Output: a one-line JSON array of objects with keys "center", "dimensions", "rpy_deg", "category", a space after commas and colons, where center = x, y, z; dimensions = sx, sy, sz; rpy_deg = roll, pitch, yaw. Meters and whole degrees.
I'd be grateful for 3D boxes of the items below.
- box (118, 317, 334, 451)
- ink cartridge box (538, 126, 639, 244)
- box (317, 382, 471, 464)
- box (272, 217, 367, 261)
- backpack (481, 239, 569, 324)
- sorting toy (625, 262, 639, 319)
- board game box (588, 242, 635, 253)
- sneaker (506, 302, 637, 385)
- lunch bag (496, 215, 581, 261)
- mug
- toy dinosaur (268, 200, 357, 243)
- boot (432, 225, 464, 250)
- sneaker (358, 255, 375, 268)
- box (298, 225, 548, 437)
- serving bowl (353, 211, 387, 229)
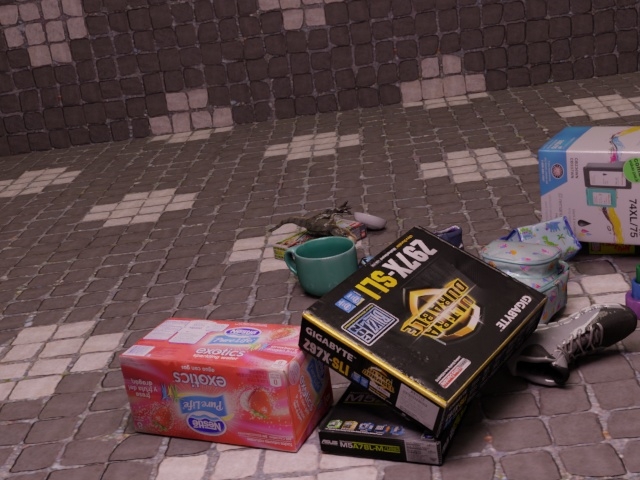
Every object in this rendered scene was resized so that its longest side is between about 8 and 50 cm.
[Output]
[{"center": [-0.147, 0.222, 1.501], "dimensions": [0.299, 0.142, 0.154], "rpy_deg": [1, 22, 25], "category": "box"}, {"center": [0.609, -0.116, 1.921], "dimensions": [0.270, 0.198, 0.197], "rpy_deg": [4, 22, 32], "category": "ink cartridge box"}, {"center": [0.116, 0.263, 1.422], "dimensions": [0.190, 0.045, 0.184], "rpy_deg": [1, 24, 24], "category": "box"}, {"center": [0.000, 0.000, 2.233], "dimensions": [0.114, 0.036, 0.207], "rpy_deg": [11, 27, 44], "category": "box"}, {"center": [0.351, 0.081, 1.698], "dimensions": [0.165, 0.145, 0.188], "rpy_deg": [10, 29, 30], "category": "backpack"}, {"center": [0.629, 0.108, 1.523], "dimensions": [0.127, 0.126, 0.365], "rpy_deg": [-16, 21, -19], "category": "sorting toy"}, {"center": [0.627, -0.023, 2.020], "dimensions": [0.092, 0.043, 0.181], "rpy_deg": [-2, 20, 19], "category": "board game box"}, {"center": [0.404, 0.179, 1.504], "dimensions": [0.228, 0.086, 0.132], "rpy_deg": [-16, 23, 9], "category": "sneaker"}, {"center": [0.419, 0.024, 1.871], "dimensions": [0.128, 0.096, 0.151], "rpy_deg": [-13, -23, -20], "category": "lunch bag"}, {"center": [0.010, 0.056, 1.976], "dimensions": [0.129, 0.098, 0.157], "rpy_deg": [-16, 20, -18], "category": "mug"}, {"center": [0.003, -0.044, 2.215], "dimensions": [0.268, 0.064, 0.118], "rpy_deg": [8, 31, 46], "category": "toy dinosaur"}, {"center": [0.222, 0.032, 1.971], "dimensions": [0.190, 0.086, 0.069], "rpy_deg": [-21, 23, -32], "category": "boot"}, {"center": [0.111, 0.069, 1.924], "dimensions": [0.073, 0.064, 0.162], "rpy_deg": [16, 8, -7], "category": "sneaker"}, {"center": [0.161, 0.124, 1.446], "dimensions": [0.257, 0.079, 0.322], "rpy_deg": [29, 42, 26], "category": "box"}, {"center": [0.119, -0.044, 2.291], "dimensions": [0.083, 0.027, 0.083], "rpy_deg": [15, -5, 1], "category": "serving bowl"}]
